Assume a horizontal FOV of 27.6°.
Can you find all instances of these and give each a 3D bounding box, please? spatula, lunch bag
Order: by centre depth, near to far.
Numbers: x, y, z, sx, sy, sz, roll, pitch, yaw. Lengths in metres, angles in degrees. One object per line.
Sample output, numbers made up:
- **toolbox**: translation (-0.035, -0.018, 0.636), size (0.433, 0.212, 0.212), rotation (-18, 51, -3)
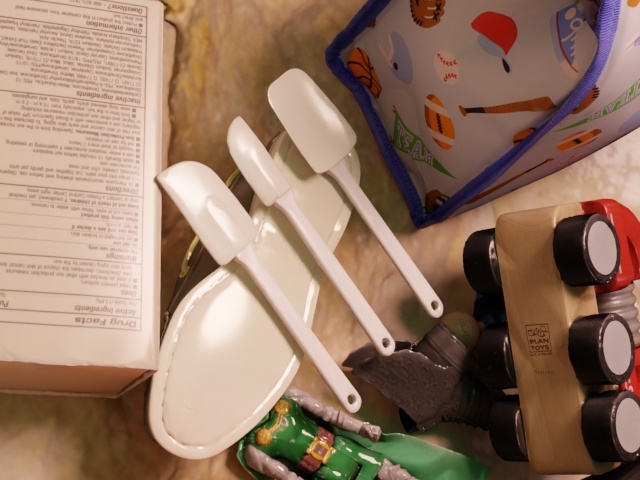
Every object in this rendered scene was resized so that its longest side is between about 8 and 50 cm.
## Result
- **spatula**: translation (0.000, 0.000, 1.030), size (0.168, 0.019, 0.242), rotation (-44, 103, -34)
- **lunch bag**: translation (0.229, -0.212, 1.083), size (0.328, 0.385, 0.239), rotation (-29, 86, -25)

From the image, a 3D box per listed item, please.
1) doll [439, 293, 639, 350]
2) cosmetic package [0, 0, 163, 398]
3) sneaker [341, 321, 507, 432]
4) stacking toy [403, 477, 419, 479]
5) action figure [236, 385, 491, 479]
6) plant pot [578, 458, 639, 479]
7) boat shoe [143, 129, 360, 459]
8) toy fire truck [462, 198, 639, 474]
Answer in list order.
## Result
- **doll**: translation (0.189, 0.062, 1.170), size (0.189, 0.046, 0.129), rotation (-15, 87, -19)
- **cosmetic package**: translation (-0.208, -0.036, 1.000), size (0.153, 0.129, 0.296), rotation (7, 71, -21)
- **sneaker**: translation (0.103, 0.134, 1.111), size (0.089, 0.051, 0.170), rotation (-42, 114, -1)
- **stacking toy**: translation (-0.162, 0.290, 0.858), size (0.480, 0.350, 0.350), rotation (12, 69, -1)
- **action figure**: translation (0.018, 0.186, 1.060), size (0.232, 0.063, 0.137), rotation (32, 68, -6)
- **plant pot**: translation (0.250, 0.275, 1.062), size (0.167, 0.188, 0.187), rotation (-37, 89, -38)
- **boat shoe**: translation (-0.063, 0.040, 1.048), size (0.109, 0.091, 0.305), rotation (35, 62, -21)
- **toy fire truck**: translation (0.264, 0.070, 1.108), size (0.246, 0.158, 0.217), rotation (-8, 89, -49)
